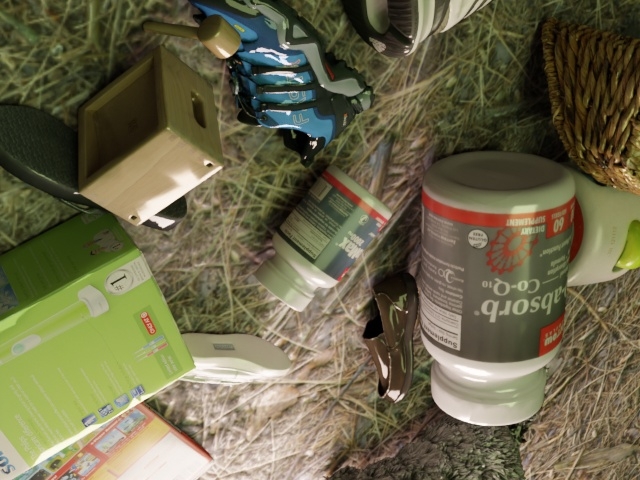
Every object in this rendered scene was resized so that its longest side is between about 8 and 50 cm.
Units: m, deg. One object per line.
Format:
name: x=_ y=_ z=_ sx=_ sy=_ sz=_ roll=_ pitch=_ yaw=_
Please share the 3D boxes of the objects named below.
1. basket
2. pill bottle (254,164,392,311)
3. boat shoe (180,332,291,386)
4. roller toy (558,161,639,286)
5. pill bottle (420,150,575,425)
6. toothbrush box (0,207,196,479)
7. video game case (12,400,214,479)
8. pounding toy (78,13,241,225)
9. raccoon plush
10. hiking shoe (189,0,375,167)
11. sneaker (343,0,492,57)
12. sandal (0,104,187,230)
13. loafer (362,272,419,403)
basket: x=0.463 y=-0.179 z=1.276 sx=0.299 sy=0.223 sz=0.213 roll=1 pitch=110 yaw=-37
pill bottle: x=0.000 y=0.000 z=1.159 sx=0.180 sy=0.108 sz=0.108 roll=-51 pitch=133 yaw=4
boat shoe: x=-0.127 y=0.173 z=1.214 sx=0.184 sy=0.066 sz=0.063 roll=7 pitch=128 yaw=-40
roller toy: x=0.386 y=-0.025 z=1.358 sx=0.146 sy=0.191 sz=0.209 roll=-5 pitch=163 yaw=-34
pill bottle: x=0.250 y=0.069 z=1.276 sx=0.210 sy=0.210 sz=0.362 roll=-15 pitch=117 yaw=-27
toothbrush box: x=-0.316 y=0.122 z=1.006 sx=0.283 sy=0.122 sz=0.206 roll=-32 pitch=132 yaw=-16
video game case: x=-0.298 y=0.308 z=1.204 sx=0.204 sy=0.025 sz=0.285 roll=-42 pitch=133 yaw=-5
pounding toy: x=-0.151 y=-0.147 z=0.926 sx=0.206 sy=0.181 sz=0.094 roll=-31 pitch=138 yaw=22
raccoon plush: x=0.188 y=0.338 z=1.512 sx=0.299 sy=0.216 sz=0.446 roll=20 pitch=76 yaw=-27
hiking shoe: x=-0.059 y=-0.192 z=0.991 sx=0.304 sy=0.113 sz=0.132 roll=33 pitch=96 yaw=-43
sneaker: x=0.147 y=-0.447 z=0.969 sx=0.257 sy=0.169 sz=0.447 roll=-31 pitch=140 yaw=-27
sandal: x=-0.257 y=-0.063 z=0.957 sx=0.054 sy=0.097 sz=0.254 roll=-36 pitch=138 yaw=26
loafer: x=0.101 y=0.151 z=1.359 sx=0.078 sy=0.080 sz=0.220 roll=-1 pitch=110 yaw=-8
